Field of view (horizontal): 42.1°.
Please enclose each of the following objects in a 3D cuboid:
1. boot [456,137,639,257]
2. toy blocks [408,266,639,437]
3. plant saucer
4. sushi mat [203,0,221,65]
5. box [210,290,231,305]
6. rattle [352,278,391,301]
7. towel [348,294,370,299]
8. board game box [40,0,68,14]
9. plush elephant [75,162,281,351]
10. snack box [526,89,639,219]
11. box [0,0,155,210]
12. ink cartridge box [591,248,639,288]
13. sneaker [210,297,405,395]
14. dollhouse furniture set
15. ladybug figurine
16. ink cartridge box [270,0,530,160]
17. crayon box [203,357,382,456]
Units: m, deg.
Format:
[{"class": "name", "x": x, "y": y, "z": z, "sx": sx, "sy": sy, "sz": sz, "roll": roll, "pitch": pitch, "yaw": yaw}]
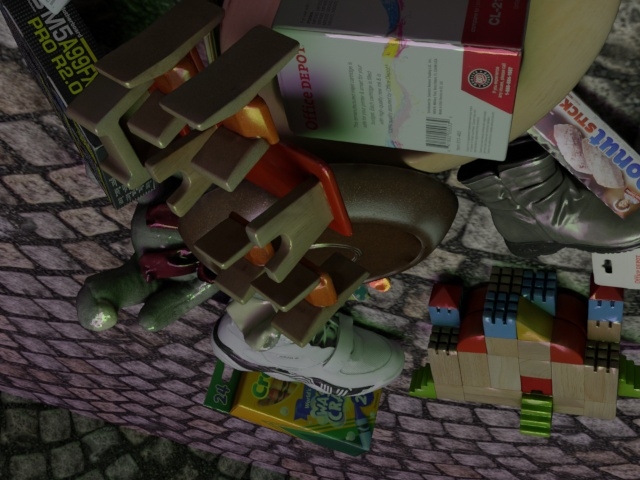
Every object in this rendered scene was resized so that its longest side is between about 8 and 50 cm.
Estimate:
[{"class": "boot", "x": 0.297, "y": -0.059, "z": 0.994, "sx": 0.246, "sy": 0.083, "sz": 0.161, "roll": -11, "pitch": 135, "yaw": 36}, {"class": "toy blocks", "x": 0.315, "y": 0.151, "z": 1.294, "sx": 0.381, "sy": 0.191, "sz": 0.261, "roll": 3, "pitch": 138, "yaw": 20}, {"class": "plant saucer", "x": 0.000, "y": 0.000, "z": 0.918, "sx": 0.310, "sy": 0.050, "sz": 0.310, "roll": -4, "pitch": 160, "yaw": -2}, {"class": "sushi mat", "x": -0.110, "y": -0.216, "z": 0.833, "sx": 0.019, "sy": 0.151, "sz": 0.316, "roll": -7, "pitch": 151, "yaw": -3}, {"class": "box", "x": -0.206, "y": 0.072, "z": 1.529, "sx": 0.162, "sy": 0.029, "sz": 0.116, "roll": 22, "pitch": 151, "yaw": -11}, {"class": "rattle", "x": 0.008, "y": 0.034, "z": 1.350, "sx": 0.199, "sy": 0.143, "sz": 0.130, "roll": -12, "pitch": 146, "yaw": -34}, {"class": "towel", "x": 0.046, "y": 0.081, "z": 1.438, "sx": 0.060, "sy": 0.009, "sz": 0.083, "roll": -3, "pitch": 148, "yaw": 30}, {"class": "board game box", "x": -0.213, "y": -0.351, "z": 0.644, "sx": 0.224, "sy": 0.097, "sz": 0.303, "roll": 43, "pitch": 144, "yaw": -19}, {"class": "plush elephant", "x": -0.141, "y": 0.011, "z": 1.152, "sx": 0.255, "sy": 0.272, "sz": 0.330, "roll": 12, "pitch": -176, "yaw": 35}, {"class": "snack box", "x": 0.297, "y": -0.100, "z": 0.910, "sx": 0.178, "sy": 0.022, "sz": 0.064, "roll": 38, "pitch": 116, "yaw": -16}, {"class": "box", "x": -0.263, "y": -0.163, "z": 0.904, "sx": 0.216, "sy": 0.060, "sz": 0.270, "roll": 57, "pitch": 167, "yaw": 4}, {"class": "ink cartridge box", "x": 0.448, "y": 0.010, "z": 1.049, "sx": 0.198, "sy": 0.067, "sz": 0.115, "roll": 1, "pitch": 149, "yaw": 22}, {"class": "sneaker", "x": -0.008, "y": 0.170, "z": 1.482, "sx": 0.365, "sy": 0.137, "sz": 0.210, "roll": 11, "pitch": 149, "yaw": -7}, {"class": "dollhouse furniture set", "x": -0.076, "y": -0.080, "z": 0.675, "sx": 0.259, "sy": 0.135, "sz": 0.262, "roll": 31, "pitch": 156, "yaw": 34}, {"class": "ladybug figurine", "x": 0.080, "y": -0.211, "z": 0.729, "sx": 0.305, "sy": 0.162, "sz": 0.449, "roll": 23, "pitch": 151, "yaw": -16}, {"class": "ink cartridge box", "x": 0.061, "y": -0.134, "z": 0.626, "sx": 0.175, "sy": 0.072, "sz": 0.127, "roll": 9, "pitch": 152, "yaw": 11}, {"class": "crayon box", "x": -0.042, "y": 0.272, "z": 1.623, "sx": 0.323, "sy": 0.203, "sz": 0.083, "roll": 21, "pitch": 151, "yaw": -10}]
